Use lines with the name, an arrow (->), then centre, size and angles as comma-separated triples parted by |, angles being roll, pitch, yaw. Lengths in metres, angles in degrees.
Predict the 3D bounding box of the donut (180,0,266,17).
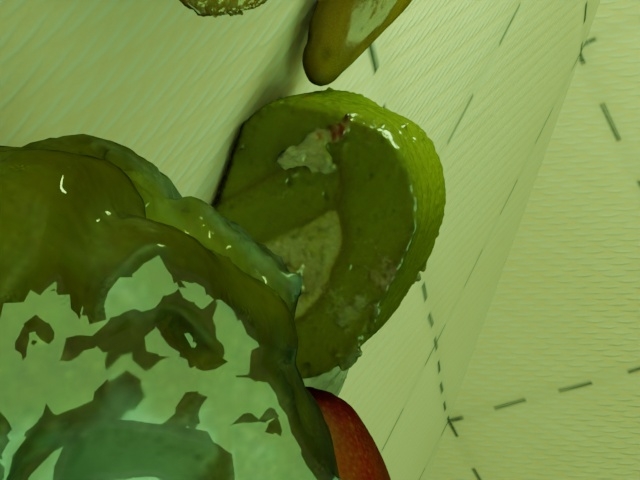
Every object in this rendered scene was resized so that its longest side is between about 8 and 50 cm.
donut -> -0.054, -0.234, 0.818 | 0.181, 0.078, 0.146 | -55, 149, 13

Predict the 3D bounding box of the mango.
mango -> 0.043, -0.226, 1.200 | 0.190, 0.075, 0.098 | -53, 166, -12

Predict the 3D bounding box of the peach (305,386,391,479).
peach -> -0.064, 0.267, 1.211 | 0.308, 0.308, 0.332 | -53, 153, -39

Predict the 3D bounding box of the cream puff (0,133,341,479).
cream puff -> -0.178, 0.112, 0.688 | 0.378, 0.276, 0.378 | -16, 113, -40

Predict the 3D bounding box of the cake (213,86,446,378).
cake -> 0.000, 0.000, 1.194 | 0.156, 0.179, 0.260 | -22, 134, -67

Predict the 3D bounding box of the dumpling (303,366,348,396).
dumpling -> -0.021, 0.136, 1.490 | 0.176, 0.092, 0.150 | -68, 167, 6
